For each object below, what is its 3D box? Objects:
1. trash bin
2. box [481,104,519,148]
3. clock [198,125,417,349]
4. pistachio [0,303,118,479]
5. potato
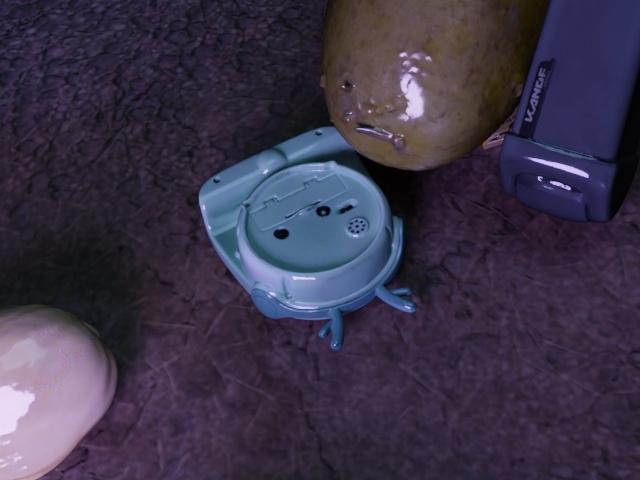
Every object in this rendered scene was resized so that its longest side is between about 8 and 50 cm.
[{"bbox_3d":[0.236,-0.134,1.006,0.101,0.236,0.177,19,13,21],"label":"trash bin"},{"bbox_3d":[0.171,-0.153,1.160,0.073,0.020,0.149,-16,52,-7],"label":"box"},{"bbox_3d":[0.000,0.000,1.034,0.159,0.066,0.211,-28,54,-13],"label":"clock"},{"bbox_3d":[-0.262,0.126,0.935,0.201,0.117,0.145,-19,57,-7],"label":"pistachio"},{"bbox_3d":[0.115,-0.235,1.055,0.219,0.270,0.359,18,88,12],"label":"potato"}]
